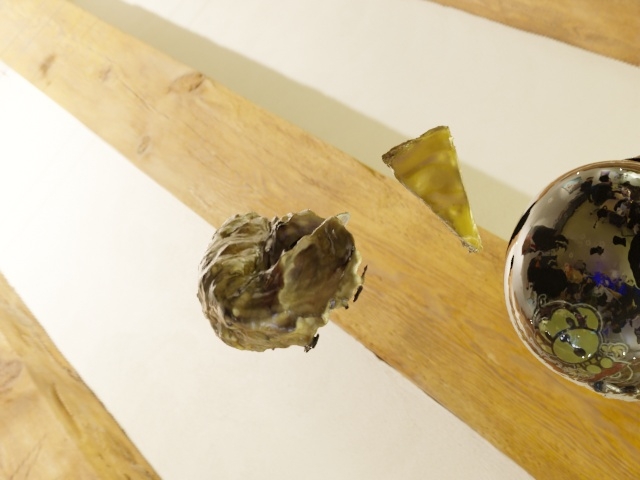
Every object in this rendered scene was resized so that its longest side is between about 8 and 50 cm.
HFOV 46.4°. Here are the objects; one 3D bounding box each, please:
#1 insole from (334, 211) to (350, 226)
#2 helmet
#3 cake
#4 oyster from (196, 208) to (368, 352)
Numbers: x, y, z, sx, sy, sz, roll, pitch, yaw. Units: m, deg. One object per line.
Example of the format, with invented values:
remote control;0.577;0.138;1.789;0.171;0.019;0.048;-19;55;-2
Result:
insole;0.000;0.000;1.138;0.065;0.193;0.006;-22;-104;-28
helmet;0.280;0.017;0.771;0.230;0.160;0.279;139;-39;-61
cake;0.154;-0.059;1.041;0.116;0.185;0.080;-11;-161;9
oyster;-0.050;0.021;0.742;0.294;0.094;0.166;-20;-132;58
